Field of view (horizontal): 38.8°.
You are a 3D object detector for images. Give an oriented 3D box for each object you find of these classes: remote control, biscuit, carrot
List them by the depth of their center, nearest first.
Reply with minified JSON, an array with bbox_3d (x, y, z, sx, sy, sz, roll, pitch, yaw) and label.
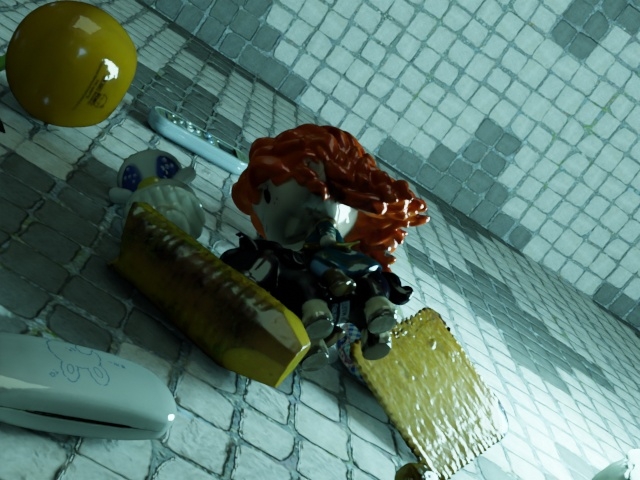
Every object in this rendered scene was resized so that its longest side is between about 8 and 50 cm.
[{"bbox_3d":[-0.150,0.070,1.165,0.302,0.114,0.114,37,15,13],"label":"carrot"},{"bbox_3d":[0.169,0.222,1.356,0.232,0.013,0.237,-18,69,-47],"label":"biscuit"},{"bbox_3d":[-0.252,-0.205,1.897,0.244,0.047,0.087,28,14,-23],"label":"remote control"}]

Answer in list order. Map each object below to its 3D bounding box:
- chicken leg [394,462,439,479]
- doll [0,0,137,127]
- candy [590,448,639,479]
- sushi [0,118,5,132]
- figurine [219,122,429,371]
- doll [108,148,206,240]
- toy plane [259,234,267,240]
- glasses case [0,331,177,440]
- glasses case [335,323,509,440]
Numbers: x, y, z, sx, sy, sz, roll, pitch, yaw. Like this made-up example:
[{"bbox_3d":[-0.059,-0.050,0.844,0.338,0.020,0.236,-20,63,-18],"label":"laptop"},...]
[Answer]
[{"bbox_3d":[0.185,0.361,1.090,0.251,0.087,0.107,38,-4,34],"label":"chicken leg"},{"bbox_3d":[-0.434,-0.308,1.507,0.236,0.213,0.213,41,16,27],"label":"doll"},{"bbox_3d":[0.500,0.441,1.312,0.295,0.185,0.295,18,29,-10],"label":"candy"},{"bbox_3d":[-0.619,-0.295,1.379,0.290,0.050,0.264,24,19,-37],"label":"sushi"},{"bbox_3d":[-0.007,0.008,1.352,0.306,0.241,0.411,2,47,16],"label":"figurine"},{"bbox_3d":[-0.247,-0.066,1.363,0.138,0.119,0.293,-14,31,-9],"label":"doll"},{"bbox_3d":[-0.045,-0.008,1.636,0.254,0.105,0.271,31,17,-13],"label":"toy plane"},{"bbox_3d":[-0.239,0.140,0.862,0.233,0.059,0.092,21,22,-40],"label":"glasses case"},{"bbox_3d":[0.164,0.223,1.435,0.327,0.076,0.125,29,21,-20],"label":"glasses case"}]
